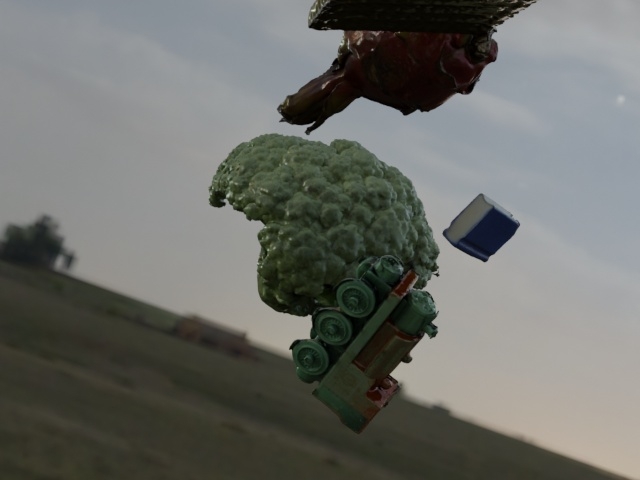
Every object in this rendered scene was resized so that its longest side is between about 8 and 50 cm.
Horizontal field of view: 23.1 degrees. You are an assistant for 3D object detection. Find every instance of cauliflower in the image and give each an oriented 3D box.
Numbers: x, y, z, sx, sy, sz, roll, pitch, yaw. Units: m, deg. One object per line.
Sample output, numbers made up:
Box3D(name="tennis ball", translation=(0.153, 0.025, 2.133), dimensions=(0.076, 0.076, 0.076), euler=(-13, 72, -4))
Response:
Box3D(name="cauliflower", translation=(0.000, 0.000, 1.992), dimensions=(0.272, 0.275, 0.250), euler=(0, -39, -24))

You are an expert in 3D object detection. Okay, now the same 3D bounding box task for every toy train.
Box3D(name="toy train", translation=(0.049, 0.097, 1.556), dimensions=(0.118, 0.176, 0.074), euler=(39, 33, 2))

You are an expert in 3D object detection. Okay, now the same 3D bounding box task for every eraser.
Box3D(name="eraser", translation=(0.178, -0.012, 1.719), dimensions=(0.027, 0.063, 0.084), euler=(49, 12, 29))

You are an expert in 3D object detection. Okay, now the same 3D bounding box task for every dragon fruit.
Box3D(name="dragon fruit", translation=(0.058, -0.172, 1.544), dimensions=(0.125, 0.246, 0.125), euler=(50, 26, -24))

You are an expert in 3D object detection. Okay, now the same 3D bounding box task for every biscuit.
Box3D(name="biscuit", translation=(0.085, -0.204, 1.311), dimensions=(0.172, 0.029, 0.254), euler=(1, -1, -8))
